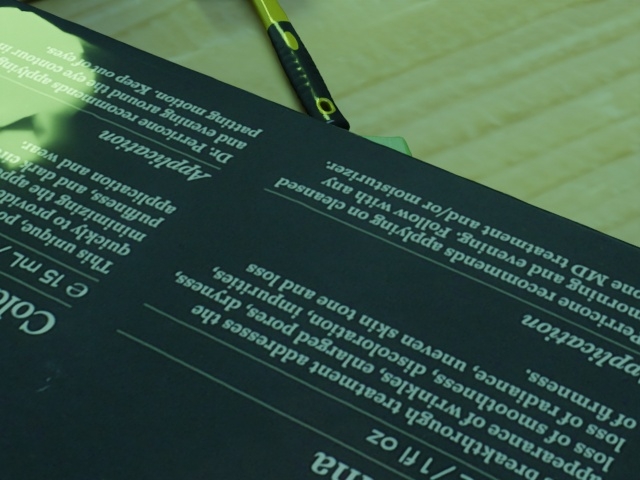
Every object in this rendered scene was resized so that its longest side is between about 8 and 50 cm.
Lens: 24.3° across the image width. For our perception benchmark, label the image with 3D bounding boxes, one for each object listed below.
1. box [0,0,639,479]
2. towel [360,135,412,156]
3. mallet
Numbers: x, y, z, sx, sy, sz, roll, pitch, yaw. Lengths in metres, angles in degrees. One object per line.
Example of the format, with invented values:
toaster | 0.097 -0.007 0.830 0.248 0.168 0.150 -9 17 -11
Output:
box | -0.087 0.106 0.474 0.343 0.179 0.312 24 47 23
towel | 0.000 0.000 0.696 0.113 0.023 0.152 5 40 -12
mallet | -0.016 -0.124 0.827 0.062 0.039 0.189 -17 51 -21
